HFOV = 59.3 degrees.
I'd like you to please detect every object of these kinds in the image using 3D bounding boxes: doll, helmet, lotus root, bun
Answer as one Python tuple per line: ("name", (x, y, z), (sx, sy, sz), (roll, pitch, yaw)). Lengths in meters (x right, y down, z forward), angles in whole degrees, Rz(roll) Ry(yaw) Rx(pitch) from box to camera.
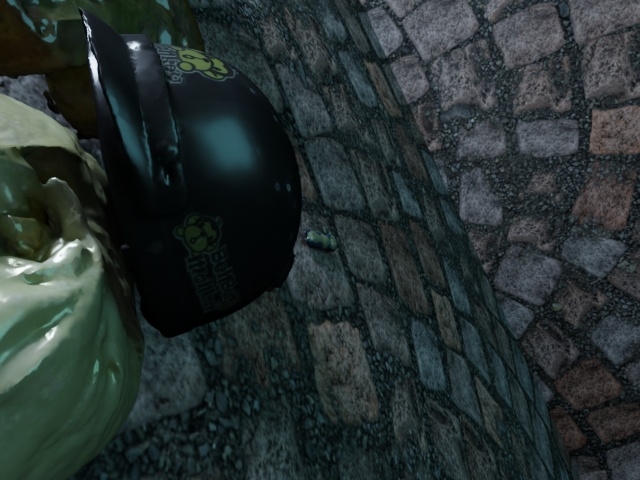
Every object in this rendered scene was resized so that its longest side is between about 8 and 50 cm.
("doll", (0.000, 0.000, 1.178), (0.125, 0.027, 0.037), (16, 61, -59))
("helmet", (-0.099, -0.057, 0.483), (0.231, 0.160, 0.279), (-117, -158, -43))
("lotus root", (-0.288, -0.320, 0.713), (0.390, 0.111, 0.375), (29, 54, -61))
("bun", (-0.257, 0.032, 0.416), (0.361, 0.212, 0.361), (53, 22, -33))

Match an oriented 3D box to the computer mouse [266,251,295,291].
("computer mouse", (-0.144, -0.032, 0.818), (0.323, 0.116, 0.183), (49, 17, -57))
